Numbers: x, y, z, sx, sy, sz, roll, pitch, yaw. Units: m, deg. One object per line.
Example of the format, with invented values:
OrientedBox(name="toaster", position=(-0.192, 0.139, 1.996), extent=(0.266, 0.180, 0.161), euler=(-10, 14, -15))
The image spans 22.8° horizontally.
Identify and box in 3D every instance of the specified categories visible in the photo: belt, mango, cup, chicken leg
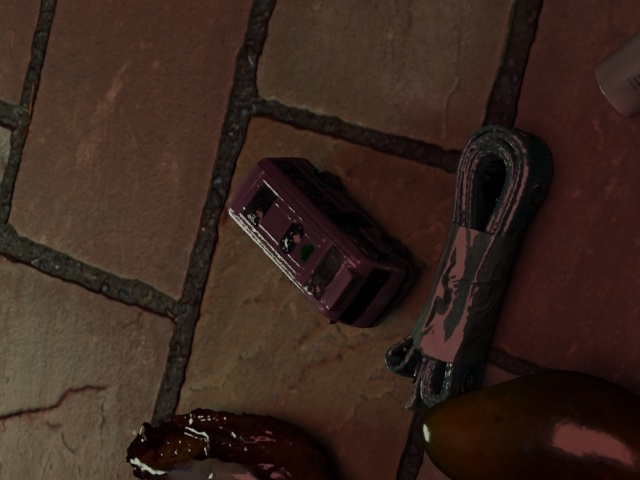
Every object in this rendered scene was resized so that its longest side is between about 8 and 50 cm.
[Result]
OrientedBox(name="belt", position=(0.149, 0.031, 1.591), extent=(0.087, 0.072, 0.302), euler=(23, 99, 29))
OrientedBox(name="mango", position=(0.221, 0.189, 1.503), extent=(0.267, 0.111, 0.133), euler=(3, 111, 32))
OrientedBox(name="cup", position=(0.330, -0.159, 1.482), extent=(0.116, 0.074, 0.104), euler=(-37, 96, 32))
OrientedBox(name="chicken leg", position=(-0.053, 0.278, 1.707), extent=(0.407, 0.096, 0.158), euler=(21, 104, 32))

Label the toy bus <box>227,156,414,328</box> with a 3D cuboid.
OrientedBox(name="toy bus", position=(0.000, 0.000, 1.672), extent=(0.199, 0.108, 0.096), euler=(46, 112, 28))
